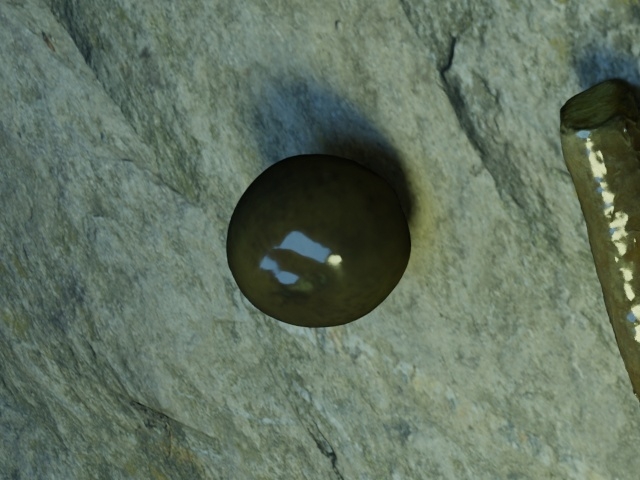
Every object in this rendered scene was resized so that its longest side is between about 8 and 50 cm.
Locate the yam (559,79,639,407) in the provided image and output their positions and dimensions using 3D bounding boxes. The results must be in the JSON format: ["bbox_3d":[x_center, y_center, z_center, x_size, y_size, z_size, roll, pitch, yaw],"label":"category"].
[{"bbox_3d":[0.271,0.043,1.586,0.081,0.081,0.356,4,122,49],"label":"yam"}]

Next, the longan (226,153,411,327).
[{"bbox_3d":[0.000,0.000,1.803,0.187,0.167,0.167,-5,114,56],"label":"longan"}]
